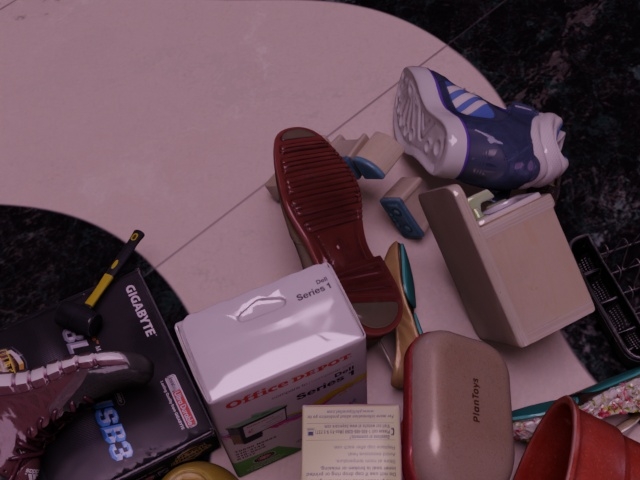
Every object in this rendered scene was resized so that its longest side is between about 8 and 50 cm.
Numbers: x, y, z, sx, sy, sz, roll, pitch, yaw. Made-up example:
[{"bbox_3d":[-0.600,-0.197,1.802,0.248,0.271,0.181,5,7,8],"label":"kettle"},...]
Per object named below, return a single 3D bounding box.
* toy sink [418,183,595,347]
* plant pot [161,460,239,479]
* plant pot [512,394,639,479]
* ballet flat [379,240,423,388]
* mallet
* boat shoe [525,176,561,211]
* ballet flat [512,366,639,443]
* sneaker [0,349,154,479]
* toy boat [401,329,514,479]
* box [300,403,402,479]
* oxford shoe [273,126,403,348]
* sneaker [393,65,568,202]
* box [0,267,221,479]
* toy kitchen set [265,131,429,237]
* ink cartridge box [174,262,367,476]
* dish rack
[{"bbox_3d":[0.256,0.011,1.234,0.131,0.153,0.234,-25,93,-11],"label":"toy sink"},{"bbox_3d":[-0.162,0.340,1.145,0.134,0.095,0.134,-1,59,2],"label":"plant pot"},{"bbox_3d":[0.365,0.355,1.028,0.265,0.272,0.272,21,61,6],"label":"plant pot"},{"bbox_3d":[0.109,0.106,1.290,0.073,0.080,0.232,-16,57,9],"label":"ballet flat"},{"bbox_3d":[-0.319,0.055,1.292,0.062,0.039,0.190,11,52,12],"label":"mallet"},{"bbox_3d":[0.348,-0.077,1.403,0.056,0.049,0.152,10,59,10],"label":"boat shoe"},{"bbox_3d":[0.353,0.239,1.195,0.241,0.091,0.077,-18,85,-3],"label":"ballet flat"},{"bbox_3d":[-0.343,0.243,1.142,0.281,0.106,0.162,-13,66,7],"label":"sneaker"},{"bbox_3d":[0.157,0.242,1.165,0.151,0.151,0.231,19,54,-21],"label":"toy boat"},{"bbox_3d":[0.040,0.346,1.062,0.117,0.213,0.243,0,58,3],"label":"box"},{"bbox_3d":[0.000,0.000,1.288,0.123,0.130,0.348,-9,66,-23],"label":"oxford shoe"},{"bbox_3d":[0.261,-0.175,1.418,0.236,0.130,0.323,5,28,-14],"label":"sneaker"},{"bbox_3d":[-0.331,0.221,1.243,0.293,0.073,0.295,-25,61,-11],"label":"box"},{"bbox_3d":[0.050,-0.068,1.408,0.207,0.166,0.122,5,49,50],"label":"toy kitchen set"},{"bbox_3d":[-0.052,0.173,1.136,0.201,0.278,0.117,-22,60,-10],"label":"ink cartridge box"},{"bbox_3d":[0.516,0.061,1.297,0.271,0.074,0.208,-17,60,-8],"label":"dish rack"}]
